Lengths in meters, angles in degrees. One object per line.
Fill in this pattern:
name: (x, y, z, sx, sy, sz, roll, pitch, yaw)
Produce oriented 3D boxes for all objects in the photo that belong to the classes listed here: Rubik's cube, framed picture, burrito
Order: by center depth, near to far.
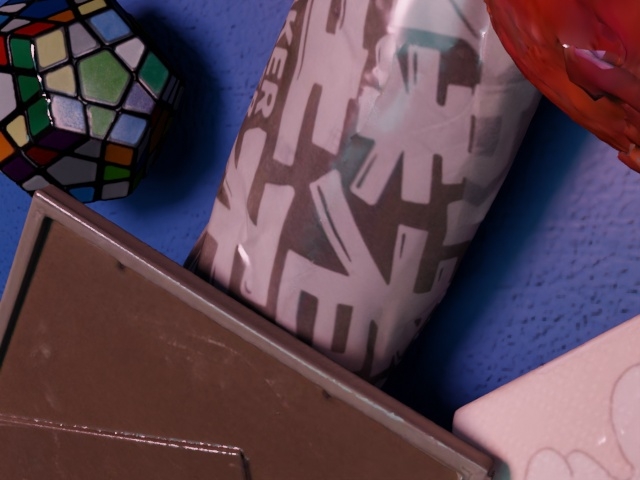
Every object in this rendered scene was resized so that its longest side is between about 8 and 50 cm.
framed picture: (-0.064, 0.112, 0.577, 0.260, 0.023, 0.189, 30, 118, 13)
burrito: (0.000, 0.000, 0.588, 0.139, 0.101, 0.446, 38, 115, 26)
Rubik's cube: (-0.143, -0.084, 0.665, 0.133, 0.133, 0.112, 14, 128, 32)

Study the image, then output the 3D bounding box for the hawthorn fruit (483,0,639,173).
hawthorn fruit: (0.164, -0.107, 0.346, 0.276, 0.276, 0.308, -4, 58, 34)

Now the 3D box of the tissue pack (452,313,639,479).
tissue pack: (0.208, 0.084, 0.457, 0.325, 0.071, 0.170, -35, 56, 31)
